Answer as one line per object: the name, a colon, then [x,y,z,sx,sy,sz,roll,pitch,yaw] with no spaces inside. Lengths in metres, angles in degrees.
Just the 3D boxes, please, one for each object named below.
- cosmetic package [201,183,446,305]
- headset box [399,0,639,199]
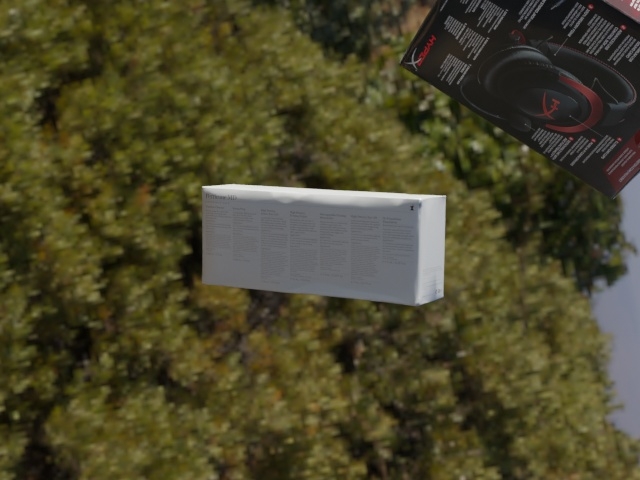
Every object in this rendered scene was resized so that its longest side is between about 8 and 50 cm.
cosmetic package: [0.000,0.000,1.205,0.060,0.239,0.099,-13,105,-58]
headset box: [0.254,-0.187,1.235,0.110,0.293,0.218,-57,179,-34]
